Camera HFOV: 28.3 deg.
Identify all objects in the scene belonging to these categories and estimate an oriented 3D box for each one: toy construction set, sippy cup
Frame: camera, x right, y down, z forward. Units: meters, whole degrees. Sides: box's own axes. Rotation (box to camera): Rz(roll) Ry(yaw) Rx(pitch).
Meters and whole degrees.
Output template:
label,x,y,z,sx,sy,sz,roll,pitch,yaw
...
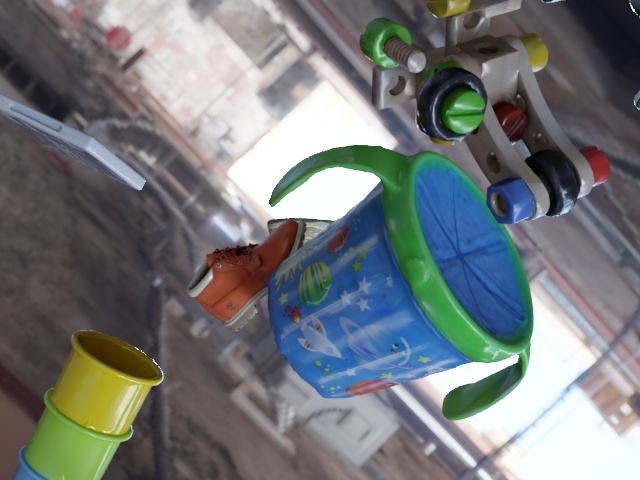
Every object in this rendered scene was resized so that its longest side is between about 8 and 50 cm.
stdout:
label,x,y,z,sx,sy,sz,roll,pitch,yaw
toy construction set,0.170,-0.193,1.116,0.309,0.257,0.237,-40,-142,-8
sippy cup,0.072,0.055,1.351,0.224,0.305,0.240,-28,167,27

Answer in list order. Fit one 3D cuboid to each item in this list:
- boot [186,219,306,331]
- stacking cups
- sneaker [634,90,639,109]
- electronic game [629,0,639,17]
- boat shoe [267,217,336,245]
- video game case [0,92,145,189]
label,x,y,z,sx,sy,sz,roll,pitch,yaw
boot,-0.084,0.026,1.453,0.158,0.084,0.059,-49,-161,15
stacking cups,-0.259,0.243,1.193,0.316,0.096,0.096,-62,-166,7
sneaker,0.517,-0.180,1.767,0.061,0.158,0.065,85,13,-57
electronic game,0.559,-0.362,1.818,0.229,0.048,0.229,-8,-138,8
boat shoe,0.000,0.000,2.097,0.068,0.190,0.072,-174,-92,-66
video game case,-0.342,-0.133,1.705,0.022,0.173,0.190,-62,161,-6
